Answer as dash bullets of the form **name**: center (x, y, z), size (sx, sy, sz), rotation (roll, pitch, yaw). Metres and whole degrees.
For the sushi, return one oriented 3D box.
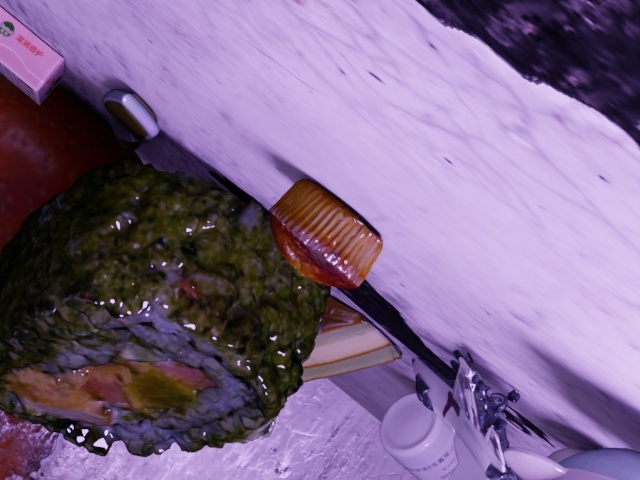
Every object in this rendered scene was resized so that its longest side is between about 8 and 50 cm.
- **sushi**: center (-0.163, 0.081, 1.506), size (0.294, 0.178, 0.352), rotation (31, 146, -24)

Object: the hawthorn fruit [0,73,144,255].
- **hawthorn fruit**: center (-0.308, -0.030, 1.749), size (0.369, 0.284, 0.285), rotation (26, 173, 5)

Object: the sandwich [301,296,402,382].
- **sandwich**: center (0.023, 0.083, 1.721), size (0.163, 0.113, 0.079), rotation (-18, 130, 40)

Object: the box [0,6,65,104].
- **box**: center (-0.303, -0.185, 1.552), size (0.089, 0.043, 0.125), rotation (40, 174, -7)

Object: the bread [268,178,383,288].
- **bread**: center (0.000, 0.000, 1.072), size (0.085, 0.053, 0.085), rotation (38, 174, 5)

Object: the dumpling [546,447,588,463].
- **dumpling**: center (0.222, 0.226, 1.237), size (0.127, 0.108, 0.188), rotation (17, 164, -5)

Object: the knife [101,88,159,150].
- **knife**: center (-0.189, -0.114, 1.490), size (0.061, 0.027, 0.343), rotation (44, 173, -8)

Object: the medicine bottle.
- **medicine bottle**: center (0.176, 0.285, 1.937), size (0.095, 0.095, 0.260), rotation (32, 172, 48)

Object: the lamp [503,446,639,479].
- **lamp**: center (0.230, 0.204, 0.960), size (0.246, 0.108, 0.179), rotation (26, 164, 33)

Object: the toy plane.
- **toy plane**: center (0.127, 0.150, 1.299), size (0.234, 0.082, 0.160), rotation (-97, -5, -63)
